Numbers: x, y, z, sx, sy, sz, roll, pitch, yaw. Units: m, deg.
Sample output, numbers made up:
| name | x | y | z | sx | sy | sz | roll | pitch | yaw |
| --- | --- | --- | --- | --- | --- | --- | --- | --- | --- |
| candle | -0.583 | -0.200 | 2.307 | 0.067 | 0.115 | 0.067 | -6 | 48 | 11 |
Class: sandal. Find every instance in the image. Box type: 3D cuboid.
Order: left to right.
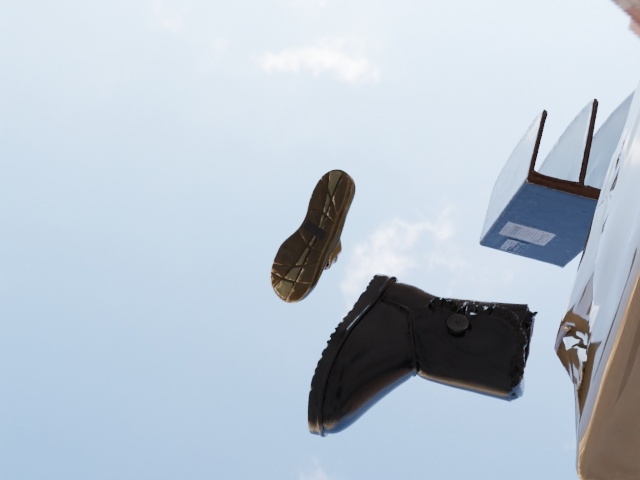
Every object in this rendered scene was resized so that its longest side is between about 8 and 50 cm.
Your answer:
| name | x | y | z | sx | sy | sz | roll | pitch | yaw |
| --- | --- | --- | --- | --- | --- | --- | --- | --- | --- |
| sandal | 0.000 | 0.000 | 0.970 | 0.072 | 0.049 | 0.180 | 41 | -68 | 39 |

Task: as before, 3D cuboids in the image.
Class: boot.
| name | x | y | z | sx | sy | sz | roll | pitch | yaw |
| --- | --- | --- | --- | --- | --- | --- | --- | --- | --- |
| boot | 0.120 | 0.139 | 0.910 | 0.207 | 0.094 | 0.246 | 12 | -140 | 23 |

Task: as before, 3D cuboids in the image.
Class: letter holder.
| name | x | y | z | sx | sy | sz | roll | pitch | yaw |
| --- | --- | --- | --- | --- | --- | --- | --- | --- | --- |
| letter holder | 0.372 | -0.114 | 1.268 | 0.151 | 0.302 | 0.215 | 15 | -107 | 3 |

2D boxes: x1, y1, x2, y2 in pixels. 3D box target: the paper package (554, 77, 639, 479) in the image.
| name | x | y | z | sx | sy | sz | roll | pitch | yaw |
| --- | --- | --- | --- | --- | --- | --- | --- | --- | --- |
| paper package | 0.298 | -0.010 | 0.335 | 0.324 | 0.168 | 0.310 | 16 | -77 | 9 |
